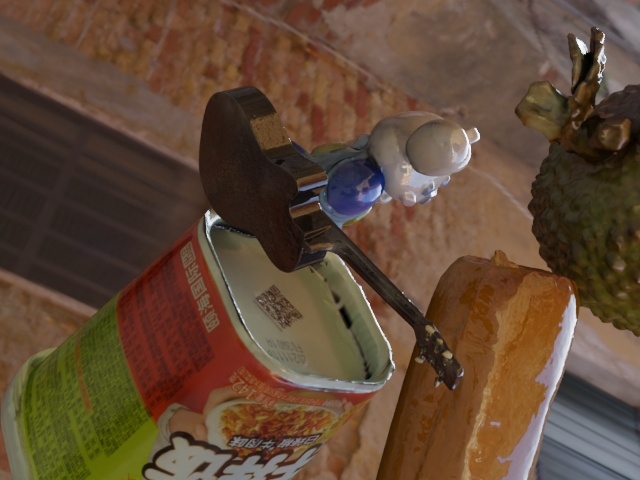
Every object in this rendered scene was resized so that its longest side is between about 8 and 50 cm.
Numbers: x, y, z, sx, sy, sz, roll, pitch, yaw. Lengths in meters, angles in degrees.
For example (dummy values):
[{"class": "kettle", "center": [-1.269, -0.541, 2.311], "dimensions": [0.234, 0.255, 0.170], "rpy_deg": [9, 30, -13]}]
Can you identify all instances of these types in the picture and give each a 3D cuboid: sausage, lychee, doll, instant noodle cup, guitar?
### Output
[{"class": "sausage", "center": [0.097, 0.168, 0.668], "dimensions": [0.112, 0.112, 0.328], "rpy_deg": [-151, -104, -71]}, {"class": "lychee", "center": [0.329, -0.036, 0.890], "dimensions": [0.270, 0.320, 0.269], "rpy_deg": [-16, -112, 44]}, {"class": "doll", "center": [0.072, -0.093, 1.439], "dimensions": [0.366, 0.376, 0.187], "rpy_deg": [-18, -107, 12]}, {"class": "instant noodle cup", "center": [-0.112, 0.142, 0.910], "dimensions": [0.308, 0.294, 0.293], "rpy_deg": [-45, -156, 26]}, {"class": "guitar", "center": [0.000, 0.000, 0.526], "dimensions": [0.233, 0.025, 0.088], "rpy_deg": [47, -40, 33]}]
